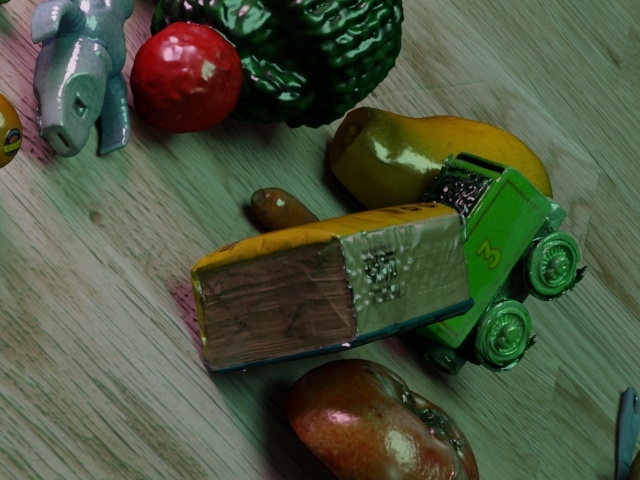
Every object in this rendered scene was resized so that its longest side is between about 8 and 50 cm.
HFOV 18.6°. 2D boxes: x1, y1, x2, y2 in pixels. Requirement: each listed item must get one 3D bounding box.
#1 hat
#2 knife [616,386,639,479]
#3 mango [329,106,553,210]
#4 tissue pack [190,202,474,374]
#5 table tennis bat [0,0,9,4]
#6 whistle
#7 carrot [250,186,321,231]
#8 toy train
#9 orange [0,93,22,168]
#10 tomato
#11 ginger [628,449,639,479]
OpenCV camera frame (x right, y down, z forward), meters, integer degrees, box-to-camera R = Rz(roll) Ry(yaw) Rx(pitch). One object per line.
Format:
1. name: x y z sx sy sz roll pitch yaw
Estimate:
1. hat: -0.086 -0.213 2.166 0.274 0.242 0.332 36 53 10
2. knife: 0.392 0.299 2.502 0.044 0.019 0.313 46 34 -21
3. mango: 0.156 -0.072 2.404 0.359 0.144 0.187 6 45 -45
4. tissue pack: 0.017 0.044 2.029 0.271 0.192 0.134 -12 90 -59
5. table tennis bat: -0.399 -0.342 1.987 0.257 0.039 0.160 48 36 -5
6. whistle: -0.245 -0.191 2.000 0.180 0.093 0.269 63 21 -43
7. carrot: 0.000 0.000 2.213 0.216 0.048 0.048 35 36 -39
8. toy train: 0.182 0.030 2.266 0.188 0.243 0.132 39 -9 -33
9. orange: -0.319 -0.102 1.825 0.083 0.083 0.083 35 36 -31
10. tomato: 0.076 0.201 1.991 0.237 0.095 0.237 38 8 -6
11. ginger: 0.444 0.331 2.471 0.334 0.081 0.148 8 57 -66
